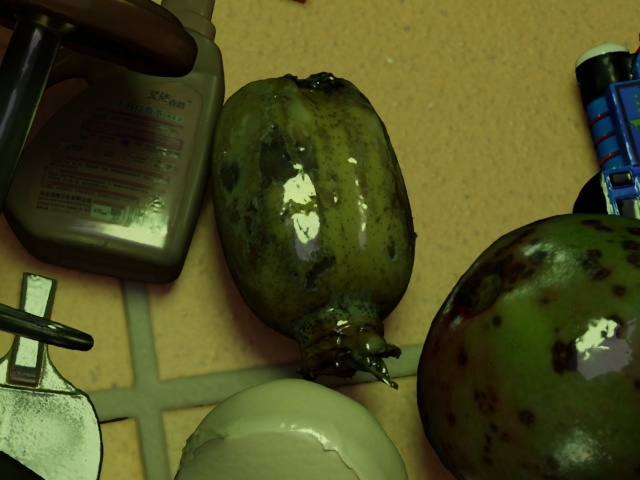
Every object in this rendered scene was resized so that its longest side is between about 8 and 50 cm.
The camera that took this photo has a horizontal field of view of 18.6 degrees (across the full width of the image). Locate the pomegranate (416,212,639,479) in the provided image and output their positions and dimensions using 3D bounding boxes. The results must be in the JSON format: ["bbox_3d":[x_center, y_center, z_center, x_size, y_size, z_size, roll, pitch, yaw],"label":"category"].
[{"bbox_3d":[0.223,0.120,1.406,0.306,0.242,0.242,38,70,0],"label":"pomegranate"}]

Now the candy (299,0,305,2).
[{"bbox_3d":[-0.023,-0.262,1.599,0.062,0.038,0.122,16,70,-3],"label":"candy"}]

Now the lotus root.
[{"bbox_3d":[-0.001,0.001,1.455,0.154,0.154,0.278,-11,68,-11],"label":"lotus root"}]

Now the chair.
[{"bbox_3d":[-0.227,-0.050,1.326,0.226,0.226,0.401,18,87,-2],"label":"chair"}]

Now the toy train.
[{"bbox_3d":[0.261,-0.068,1.552,0.131,0.083,0.204,-9,73,-9],"label":"toy train"}]

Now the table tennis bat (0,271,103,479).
[{"bbox_3d":[-0.223,0.130,1.449,0.130,0.019,0.220,8,72,-6],"label":"table tennis bat"}]

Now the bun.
[{"bbox_3d":[-0.016,0.177,1.401,0.173,0.173,0.120,27,26,2],"label":"bun"}]

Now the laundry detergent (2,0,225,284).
[{"bbox_3d":[-0.163,-0.094,1.503,0.171,0.076,0.237,10,70,-1],"label":"laundry detergent"}]
